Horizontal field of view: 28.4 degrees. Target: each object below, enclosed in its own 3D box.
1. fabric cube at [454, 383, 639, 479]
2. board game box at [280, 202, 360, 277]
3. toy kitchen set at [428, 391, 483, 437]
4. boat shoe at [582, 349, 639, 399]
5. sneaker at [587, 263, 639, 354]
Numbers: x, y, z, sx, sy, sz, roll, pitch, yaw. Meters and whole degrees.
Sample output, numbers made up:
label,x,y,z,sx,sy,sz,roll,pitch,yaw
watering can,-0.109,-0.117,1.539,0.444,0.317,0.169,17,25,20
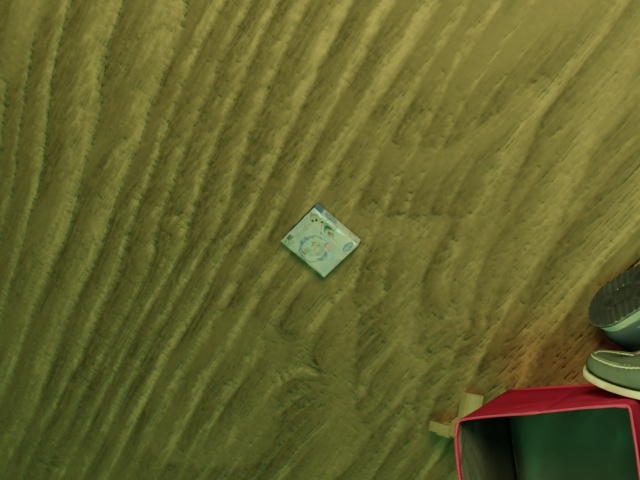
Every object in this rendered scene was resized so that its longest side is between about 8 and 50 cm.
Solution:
label,x,y,z,sx,sy,sz,roll,pitch,yaw
fabric cube,0.366,0.349,1.842,0.259,0.258,0.254,-8,90,24
board game box,0.000,0.000,1.953,0.090,0.020,0.090,41,126,-7
toy kitchen set,0.232,0.283,2.048,0.068,0.075,0.083,14,174,-33
boat shoe,0.508,0.168,1.716,0.319,0.116,0.099,6,101,39
sneaker,0.540,0.072,1.760,0.319,0.112,0.131,-25,126,35
